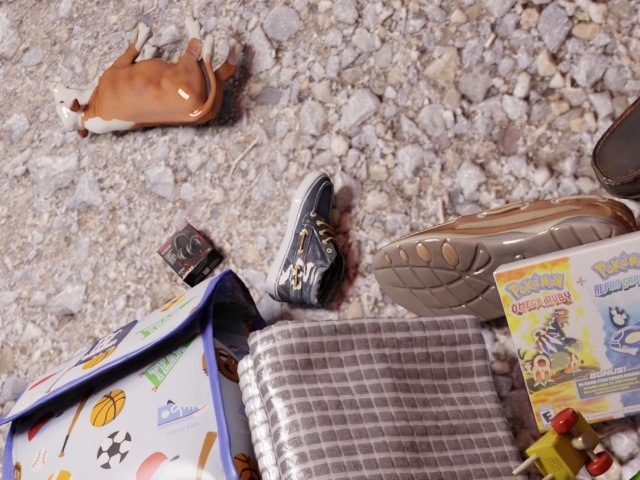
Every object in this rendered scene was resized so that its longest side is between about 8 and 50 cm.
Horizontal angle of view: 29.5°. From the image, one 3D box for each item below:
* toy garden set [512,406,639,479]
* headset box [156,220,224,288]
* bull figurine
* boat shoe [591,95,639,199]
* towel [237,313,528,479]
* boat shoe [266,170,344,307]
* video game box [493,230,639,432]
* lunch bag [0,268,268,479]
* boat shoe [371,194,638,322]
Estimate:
[{"bbox_3d":[0.231,0.302,1.208,0.244,0.204,0.049,-39,6,3],"label":"toy garden set"},{"bbox_3d":[-0.183,0.017,1.682,0.062,0.032,0.083,-46,52,-1],"label":"headset box"},{"bbox_3d":[-0.262,-0.238,1.834,0.310,0.101,0.188,6,64,32],"label":"bull figurine"},{"bbox_3d":[0.443,-0.193,1.374,0.355,0.130,0.132,-42,49,13],"label":"boat shoe"},{"bbox_3d":[0.072,0.195,1.285,0.283,0.121,0.235,-1,49,-21],"label":"towel"},{"bbox_3d":[0.000,0.000,1.573,0.083,0.065,0.183,10,75,32],"label":"boat shoe"},{"bbox_3d":[0.307,0.094,1.285,0.205,0.048,0.187,-16,92,21],"label":"video game box"},{"bbox_3d":[-0.202,0.241,1.435,0.327,0.239,0.385,-30,42,14],"label":"lunch bag"},{"bbox_3d":[0.217,0.016,1.418,0.324,0.123,0.116,-5,27,30],"label":"boat shoe"}]
